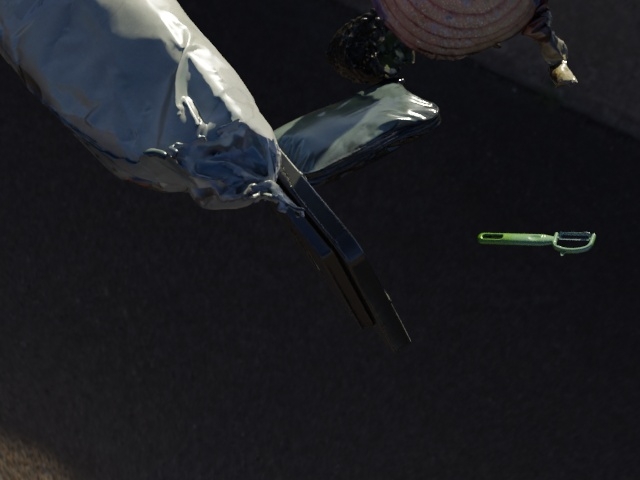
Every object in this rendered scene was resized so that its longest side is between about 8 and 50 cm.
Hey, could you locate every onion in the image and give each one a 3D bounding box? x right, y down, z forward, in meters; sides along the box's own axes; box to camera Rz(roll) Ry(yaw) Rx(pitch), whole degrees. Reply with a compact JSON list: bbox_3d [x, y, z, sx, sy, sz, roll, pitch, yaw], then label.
[{"bbox_3d":[0.189,-0.351,1.192,0.256,0.272,0.230,6,39,32],"label":"onion"}]

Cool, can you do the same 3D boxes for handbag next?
[{"bbox_3d":[0.056,-0.201,1.870,0.332,0.075,0.191,-28,39,-19],"label":"handbag"}]

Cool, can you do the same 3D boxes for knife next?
[{"bbox_3d":[0.375,0.006,1.818,0.212,0.015,0.054,3,49,29],"label":"knife"}]

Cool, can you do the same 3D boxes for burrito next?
[{"bbox_3d":[-0.171,-0.154,0.825,0.139,0.101,0.445,-45,69,8],"label":"burrito"}]

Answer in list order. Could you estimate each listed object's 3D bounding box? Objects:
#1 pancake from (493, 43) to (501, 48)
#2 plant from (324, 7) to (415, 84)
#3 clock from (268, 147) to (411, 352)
[{"bbox_3d":[0.231,-0.330,1.553,0.115,0.011,0.115,38,20,-17],"label":"pancake"},{"bbox_3d":[0.105,-0.373,2.022,0.131,0.203,0.142,31,71,-31],"label":"plant"},{"bbox_3d":[-0.001,0.000,1.321,0.049,0.279,0.273,-35,53,-4],"label":"clock"}]
